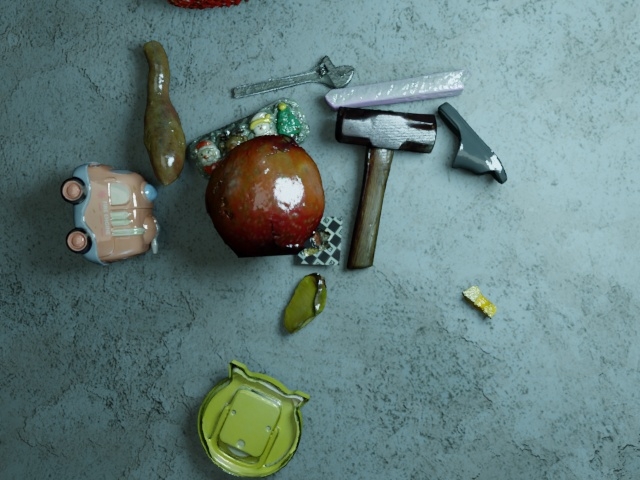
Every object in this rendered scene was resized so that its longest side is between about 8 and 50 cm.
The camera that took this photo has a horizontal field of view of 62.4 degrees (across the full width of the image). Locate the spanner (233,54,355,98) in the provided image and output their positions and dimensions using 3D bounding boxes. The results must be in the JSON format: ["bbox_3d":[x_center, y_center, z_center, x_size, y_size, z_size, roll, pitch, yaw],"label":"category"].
[{"bbox_3d":[-0.071,-0.408,1.359,0.325,0.026,0.093,-9,93,11],"label":"spanner"}]

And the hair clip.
[{"bbox_3d":[-0.190,-0.254,1.352,0.321,0.091,0.139,-23,92,11],"label":"hair clip"}]

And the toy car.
[{"bbox_3d":[-0.531,-0.073,1.383,0.212,0.180,0.271,-4,93,-1],"label":"toy car"}]

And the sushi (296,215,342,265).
[{"bbox_3d":[0.000,0.000,1.369,0.120,0.026,0.126,2,87,16],"label":"sushi"}]

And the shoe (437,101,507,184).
[{"bbox_3d":[0.342,-0.215,1.265,0.093,0.108,0.241,-38,80,11],"label":"shoe"}]

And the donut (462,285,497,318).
[{"bbox_3d":[0.394,0.150,1.298,0.038,0.067,0.083,-45,51,-8],"label":"donut"}]

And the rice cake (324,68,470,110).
[{"bbox_3d":[0.187,-0.365,1.298,0.364,0.072,0.056,-6,93,8],"label":"rice cake"}]

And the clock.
[{"bbox_3d":[-0.182,0.480,1.405,0.277,0.071,0.294,30,98,2],"label":"clock"}]

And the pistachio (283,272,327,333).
[{"bbox_3d":[-0.030,0.166,1.373,0.089,0.049,0.173,33,100,29],"label":"pistachio"}]

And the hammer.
[{"bbox_3d":[0.133,-0.119,1.301,0.242,0.095,0.410,8,101,-2],"label":"hammer"}]

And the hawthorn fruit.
[{"bbox_3d":[-0.123,-0.092,1.258,0.315,0.316,0.316,1,94,9],"label":"hawthorn fruit"}]

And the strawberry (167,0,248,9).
[{"bbox_3d":[-0.247,-0.701,1.276,0.351,0.267,0.312,-21,61,38],"label":"strawberry"}]

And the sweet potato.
[{"bbox_3d":[-0.413,-0.324,1.382,0.109,0.109,0.386,-11,80,10],"label":"sweet potato"}]
